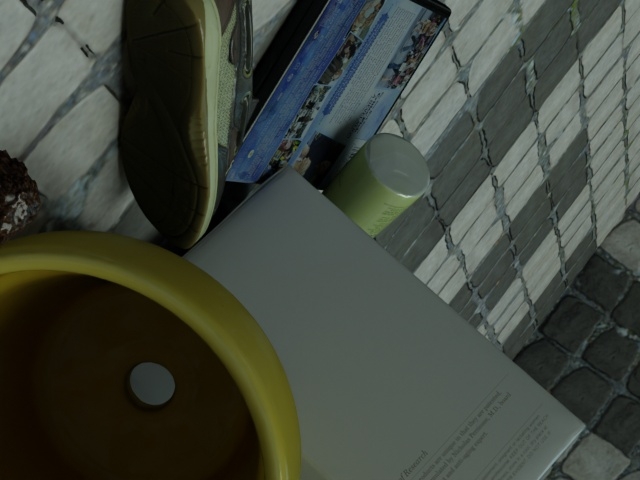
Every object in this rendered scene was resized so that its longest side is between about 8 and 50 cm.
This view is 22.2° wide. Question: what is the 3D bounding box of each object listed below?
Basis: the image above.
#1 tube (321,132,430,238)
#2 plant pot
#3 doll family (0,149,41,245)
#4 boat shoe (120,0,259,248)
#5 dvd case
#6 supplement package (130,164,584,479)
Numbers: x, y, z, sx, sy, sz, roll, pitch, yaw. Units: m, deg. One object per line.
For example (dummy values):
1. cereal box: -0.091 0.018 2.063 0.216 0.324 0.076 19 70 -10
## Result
1. tube: 0.000 0.000 1.349 0.070 0.062 0.240 12 143 -27
2. plant pot: -0.128 0.110 0.978 0.254 0.254 0.239 -57 178 12
3. doll family: -0.217 0.040 0.699 0.118 0.163 0.263 -29 150 -54
4. boat shoe: -0.072 -0.084 0.989 0.073 0.080 0.223 -37 153 -30
5. dvd case: 0.012 -0.120 1.239 0.180 0.022 0.253 -58 162 11
6. supplement package: 0.010 0.125 1.210 0.175 0.293 0.177 -43 170 -31
